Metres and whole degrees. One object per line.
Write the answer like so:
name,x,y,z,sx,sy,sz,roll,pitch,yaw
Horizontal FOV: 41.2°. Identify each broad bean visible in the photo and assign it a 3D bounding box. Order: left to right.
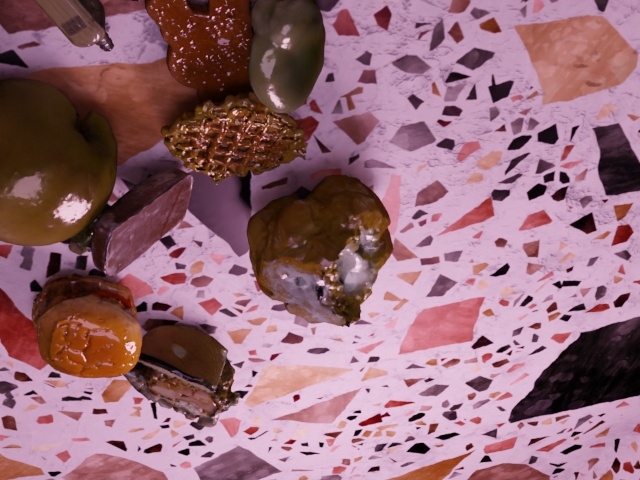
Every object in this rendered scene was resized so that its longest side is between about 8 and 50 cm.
broad bean,-0.055,-0.324,1.438,0.169,0.100,0.228,-26,141,-46

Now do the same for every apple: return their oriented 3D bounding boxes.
apple,-0.500,-0.120,1.479,0.258,0.233,0.295,-26,137,21

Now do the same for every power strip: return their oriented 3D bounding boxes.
power strip,-0.437,-0.421,1.271,0.066,0.092,0.387,-25,136,15

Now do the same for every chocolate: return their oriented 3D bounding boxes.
chocolate,-0.353,-0.048,1.624,0.080,0.254,0.157,35,138,11

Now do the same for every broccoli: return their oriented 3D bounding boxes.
broccoli,-0.451,-0.023,1.684,0.130,0.120,0.131,29,136,3

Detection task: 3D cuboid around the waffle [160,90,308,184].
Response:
waffle,-0.158,-0.187,1.585,0.245,0.052,0.254,-18,153,22

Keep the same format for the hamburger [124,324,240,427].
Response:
hamburger,-0.318,0.310,2.044,0.288,0.192,0.167,27,124,-4

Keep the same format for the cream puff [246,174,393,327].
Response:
cream puff,-0.004,0.003,1.761,0.274,0.270,0.323,14,143,23

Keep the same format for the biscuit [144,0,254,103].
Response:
biscuit,-0.182,-0.335,1.460,0.186,0.044,0.295,-9,140,1

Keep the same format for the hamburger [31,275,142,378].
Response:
hamburger,-0.514,0.193,1.871,0.244,0.163,0.244,-5,139,-5
